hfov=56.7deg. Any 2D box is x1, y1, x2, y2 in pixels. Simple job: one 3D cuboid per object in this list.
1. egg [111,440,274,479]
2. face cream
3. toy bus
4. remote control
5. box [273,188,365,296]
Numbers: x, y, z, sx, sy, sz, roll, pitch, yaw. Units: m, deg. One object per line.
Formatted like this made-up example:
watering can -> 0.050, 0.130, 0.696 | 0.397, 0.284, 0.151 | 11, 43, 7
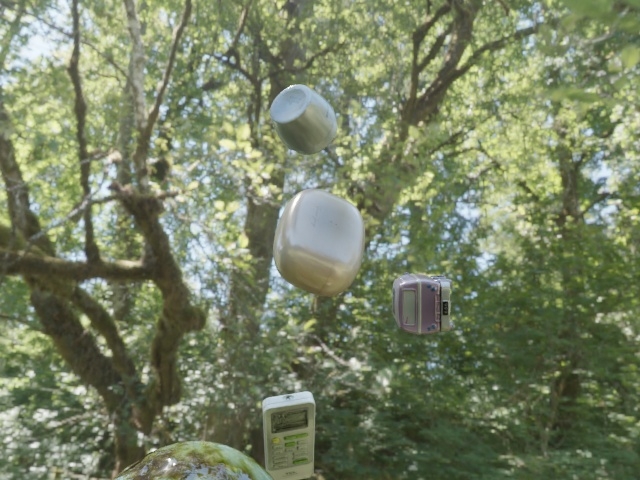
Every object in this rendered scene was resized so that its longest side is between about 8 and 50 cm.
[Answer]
egg -> -0.153, 0.354, 0.623 | 0.238, 0.289, 0.238 | 16, -52, 22
face cream -> -0.032, -0.229, 1.131 | 0.117, 0.117, 0.104 | -11, -33, 28
toy bus -> 0.258, 0.157, 1.514 | 0.142, 0.142, 0.202 | -2, 1, 3
remote control -> -0.063, 0.400, 1.190 | 0.103, 0.034, 0.250 | -6, -54, -12
box -> 0.000, 0.000, 0.951 | 0.145, 0.200, 0.088 | 22, -48, -8
